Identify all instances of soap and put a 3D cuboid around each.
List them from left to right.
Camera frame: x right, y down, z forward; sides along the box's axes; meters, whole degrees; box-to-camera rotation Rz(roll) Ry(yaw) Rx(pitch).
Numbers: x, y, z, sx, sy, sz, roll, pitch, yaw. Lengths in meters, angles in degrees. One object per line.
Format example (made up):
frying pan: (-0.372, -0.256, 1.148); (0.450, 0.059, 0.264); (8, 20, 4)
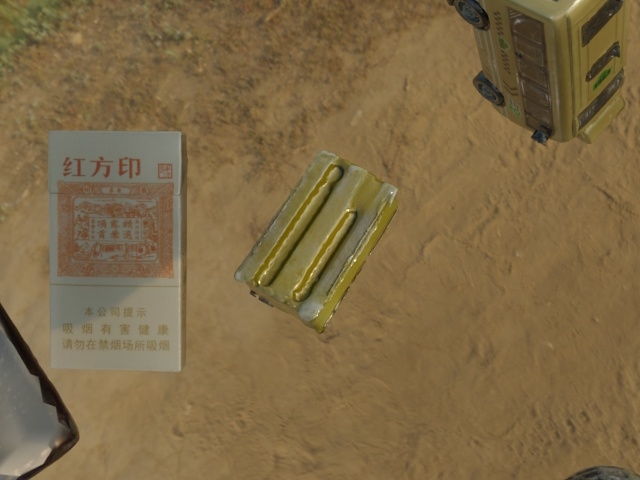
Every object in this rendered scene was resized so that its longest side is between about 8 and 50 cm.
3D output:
soap: (0.000, 0.000, 1.088); (0.135, 0.076, 0.233); (28, 73, 16)

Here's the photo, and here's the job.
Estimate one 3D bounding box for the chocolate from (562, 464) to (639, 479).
chocolate: (0.290, 0.329, 0.914); (0.248, 0.110, 0.110); (-4, 61, -19)

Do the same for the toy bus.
toy bus: (0.325, -0.289, 1.095); (0.177, 0.365, 0.202); (-47, 62, -3)

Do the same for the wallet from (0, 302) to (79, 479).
wallet: (-0.248, 0.032, 0.285); (0.221, 0.262, 0.071); (-32, 14, -24)

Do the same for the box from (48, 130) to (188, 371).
box: (-0.307, 0.016, 1.186); (0.205, 0.051, 0.365); (1, 94, 2)
